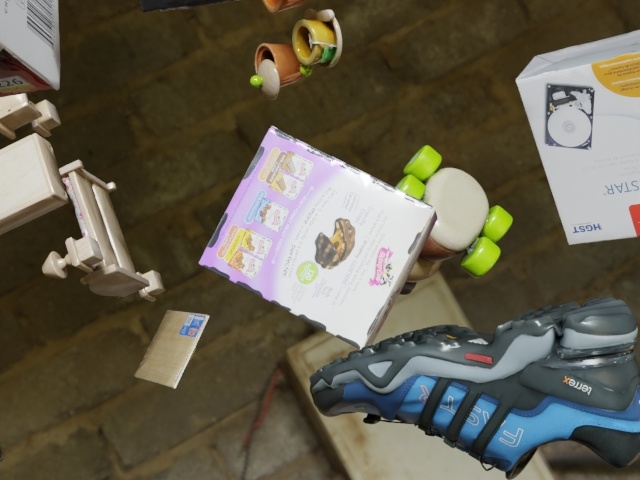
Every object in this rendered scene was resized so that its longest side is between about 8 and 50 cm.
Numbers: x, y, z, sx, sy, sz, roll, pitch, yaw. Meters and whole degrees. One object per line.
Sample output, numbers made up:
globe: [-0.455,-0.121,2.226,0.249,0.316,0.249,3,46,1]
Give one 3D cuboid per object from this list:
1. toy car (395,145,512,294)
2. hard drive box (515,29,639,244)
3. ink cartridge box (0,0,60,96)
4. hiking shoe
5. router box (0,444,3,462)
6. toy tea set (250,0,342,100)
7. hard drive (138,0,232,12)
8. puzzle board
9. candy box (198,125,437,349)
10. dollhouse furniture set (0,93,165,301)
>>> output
toy car: [0.132,-0.001,1.358,0.188,0.155,0.149,-45,8,40]
hard drive box: [0.365,-0.124,1.226,0.181,0.232,0.089,-9,24,35]
ink cartridge box: [-0.401,-0.197,0.767,0.309,0.130,0.272,-7,-15,12]
hiking shoe: [0.117,0.136,0.827,0.304,0.132,0.113,-14,-2,38]
router box: [-0.406,0.167,0.960,0.179,0.133,0.046,-8,7,-3]
toy tea set: [-0.059,-0.360,1.507,0.124,0.336,0.200,-14,32,-29]
hard drive: [-0.073,-0.346,1.055,0.237,0.064,0.339,-10,38,-1]
puzzle board: [-0.184,0.134,1.258,0.128,0.011,0.096,-2,59,59]
candy box: [0.000,0.000,1.060,0.165,0.196,0.070,-62,-12,-3]
dollhouse furniture set: [-0.430,-0.046,1.610,0.174,0.303,0.355,-24,-19,7]
